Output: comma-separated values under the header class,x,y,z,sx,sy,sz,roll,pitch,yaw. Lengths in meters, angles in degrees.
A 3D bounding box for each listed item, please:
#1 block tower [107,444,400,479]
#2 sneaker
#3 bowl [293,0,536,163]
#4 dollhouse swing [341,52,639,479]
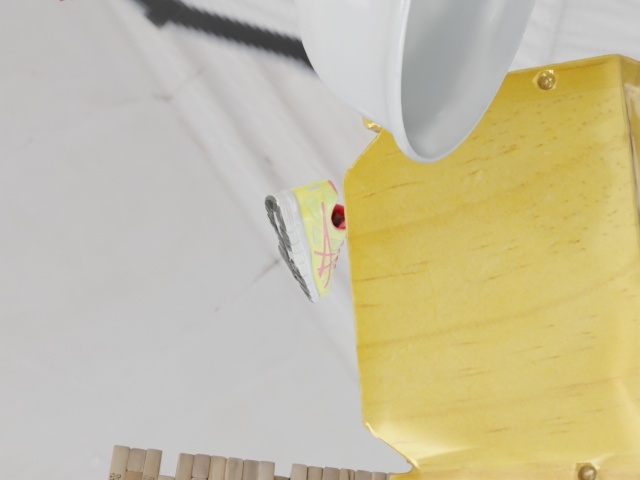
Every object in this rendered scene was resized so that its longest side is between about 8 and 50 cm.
class,x,y,z,sx,sy,sz,roll,pitch,yaw
block tower,-0.055,0.288,1.617,0.335,0.091,0.097,8,-127,-3
sneaker,0.000,0.000,1.871,0.094,0.208,0.081,-29,-120,-10
bowl,0.058,-0.211,1.038,0.134,0.298,0.298,19,-148,20
dollhouse swing,0.223,0.048,1.377,0.305,0.315,0.347,20,-116,-69
